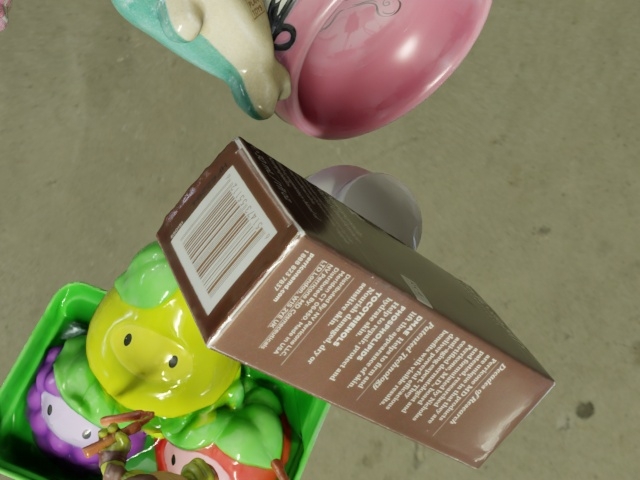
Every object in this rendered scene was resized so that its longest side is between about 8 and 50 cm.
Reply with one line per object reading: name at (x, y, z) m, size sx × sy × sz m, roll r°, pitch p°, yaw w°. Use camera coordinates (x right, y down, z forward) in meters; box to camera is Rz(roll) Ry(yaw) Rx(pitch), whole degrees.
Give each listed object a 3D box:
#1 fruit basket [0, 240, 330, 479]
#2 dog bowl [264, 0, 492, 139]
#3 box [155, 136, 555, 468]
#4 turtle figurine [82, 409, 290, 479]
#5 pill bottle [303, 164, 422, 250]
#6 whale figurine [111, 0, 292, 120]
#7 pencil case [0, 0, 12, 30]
fruit basket at (-0.182, 0.178, 1.097) m, size 0.392 × 0.392 × 0.282 m, roll 30°, pitch 64°, yaw -13°
dog bowl at (0.061, -0.307, 1.313) m, size 0.408 × 0.408 × 0.150 m, roll -41°, pitch 63°, yaw 6°
box at (0.042, 0.072, 0.966) m, size 0.381 × 0.191 × 0.143 m, roll 32°, pitch 104°, yaw -38°
turtle figurine at (-0.169, 0.229, 0.849) m, size 0.217 × 0.270 × 0.087 m, roll -6°, pitch 108°, yaw -50°
pill bottle at (0.000, 0.000, 1.358) m, size 0.182 × 0.323 × 0.181 m, roll 7°, pitch 77°, yaw -29°
whale figurine at (-0.140, -0.254, 1.095) m, size 0.141 × 0.216 × 0.272 m, roll -23°, pitch 109°, yaw 25°
pencil case at (-0.462, -0.463, 1.269) m, size 0.167 × 0.160 × 0.386 m, roll 8°, pitch 89°, yaw -35°
